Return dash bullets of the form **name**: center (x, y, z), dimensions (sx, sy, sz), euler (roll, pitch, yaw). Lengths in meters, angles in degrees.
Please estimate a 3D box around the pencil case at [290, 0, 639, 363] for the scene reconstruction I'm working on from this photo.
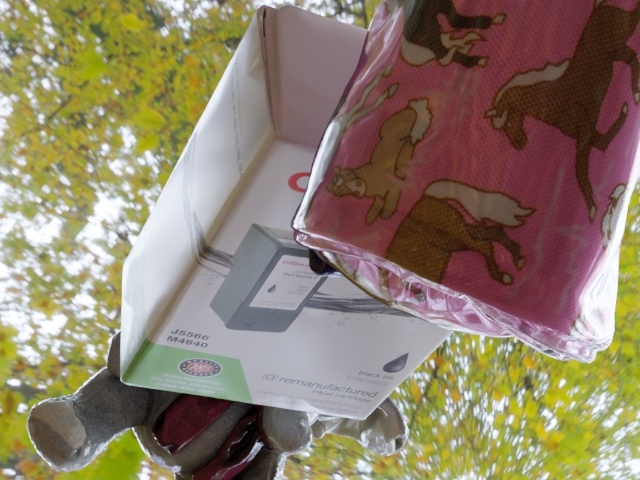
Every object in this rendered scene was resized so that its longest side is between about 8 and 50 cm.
- **pencil case**: center (0.117, -0.144, 0.458), dimensions (0.160, 0.167, 0.386), euler (19, -89, -23)

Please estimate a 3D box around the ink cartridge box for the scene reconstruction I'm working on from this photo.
- **ink cartridge box**: center (0.000, 0.000, 0.675), dimensions (0.199, 0.273, 0.114), euler (13, -131, -23)

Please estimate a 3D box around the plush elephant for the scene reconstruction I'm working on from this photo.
- **plush elephant**: center (-0.058, 0.156, 0.988), dimensions (0.255, 0.330, 0.271), euler (-21, -69, 33)
